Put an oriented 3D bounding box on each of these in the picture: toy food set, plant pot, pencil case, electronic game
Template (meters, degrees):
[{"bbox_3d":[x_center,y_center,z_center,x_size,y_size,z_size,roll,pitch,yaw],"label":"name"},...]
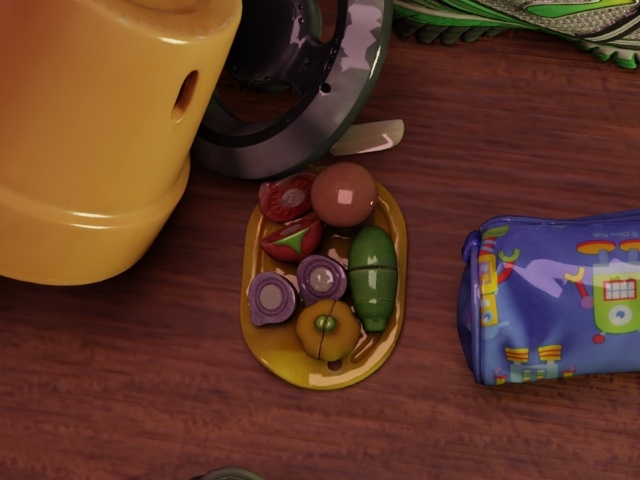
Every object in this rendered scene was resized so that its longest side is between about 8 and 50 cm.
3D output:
[{"bbox_3d":[0.000,0.000,1.341,0.128,0.071,0.218,0,73,7],"label":"toy food set"},{"bbox_3d":[-0.192,-0.143,1.263,0.291,0.291,0.203,51,123,17],"label":"plant pot"},{"bbox_3d":[0.248,0.028,1.275,0.306,0.119,0.133,-7,102,4],"label":"pencil case"},{"bbox_3d":[-0.036,-0.157,1.357,0.229,0.048,0.229,-12,72,40],"label":"electronic game"}]

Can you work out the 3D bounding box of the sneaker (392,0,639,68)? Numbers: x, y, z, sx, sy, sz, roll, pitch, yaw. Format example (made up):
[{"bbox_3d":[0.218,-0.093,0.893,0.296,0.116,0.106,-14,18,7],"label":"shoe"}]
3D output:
[{"bbox_3d":[0.195,-0.213,1.344,0.343,0.146,0.134,1,73,6],"label":"sneaker"}]

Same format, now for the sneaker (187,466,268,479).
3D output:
[{"bbox_3d":[-0.015,0.240,1.272,0.227,0.130,0.087,34,73,-13],"label":"sneaker"}]
